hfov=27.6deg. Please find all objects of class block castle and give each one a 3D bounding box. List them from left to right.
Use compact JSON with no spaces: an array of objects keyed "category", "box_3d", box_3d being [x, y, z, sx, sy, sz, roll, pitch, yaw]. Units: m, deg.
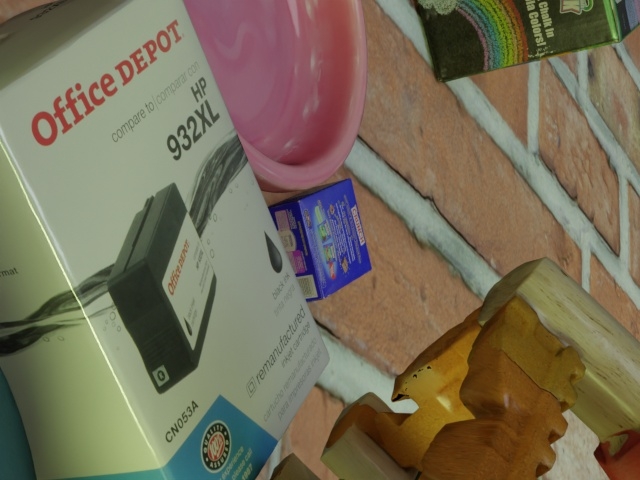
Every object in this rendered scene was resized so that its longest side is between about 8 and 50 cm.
[{"category":"block castle","box_3d":[0.028,0.249,0.711,0.213,0.453,0.303,44,33,-3]}]

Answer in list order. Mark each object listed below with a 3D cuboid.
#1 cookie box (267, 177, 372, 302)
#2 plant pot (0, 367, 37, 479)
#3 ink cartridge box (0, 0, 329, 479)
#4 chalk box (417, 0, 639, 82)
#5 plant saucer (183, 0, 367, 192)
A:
[{"category":"cookie box","box_3d":[0.000,0.000,1.175,0.107,0.040,0.092,-26,104,-60]},{"category":"plant pot","box_3d":[-0.201,0.147,0.589,0.234,0.165,0.166,78,-8,-58]},{"category":"ink cartridge box","box_3d":[-0.134,0.015,0.834,0.223,0.129,0.308,-53,127,-53]},{"category":"chalk box","box_3d":[0.272,-0.311,1.504,0.179,0.288,0.180,-38,115,-58]},{"category":"plant saucer","box_3d":[-0.071,-0.199,1.063,0.332,0.084,0.332,29,56,-56]}]
